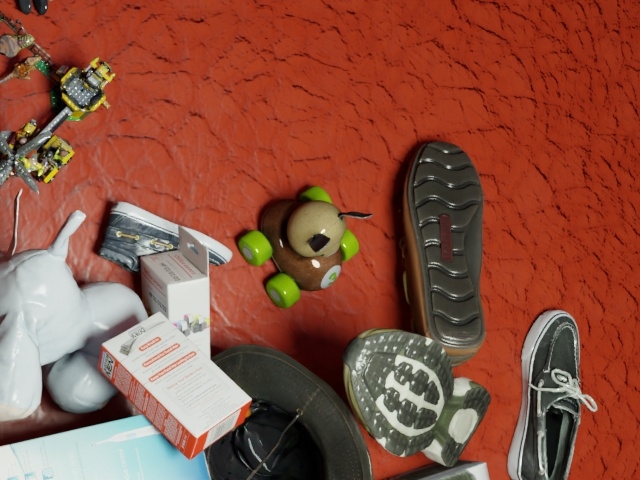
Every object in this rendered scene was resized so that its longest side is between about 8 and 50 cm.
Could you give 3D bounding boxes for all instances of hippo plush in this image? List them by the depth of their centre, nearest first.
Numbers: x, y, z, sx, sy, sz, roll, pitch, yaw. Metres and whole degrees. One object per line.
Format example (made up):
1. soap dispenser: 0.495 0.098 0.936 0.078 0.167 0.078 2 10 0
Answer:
1. hippo plush: -0.349 0.098 1.329 0.236 0.234 0.294 22 88 -55

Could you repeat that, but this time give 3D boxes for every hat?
1. hat: -0.064 0.307 1.431 0.134 0.331 0.331 17 71 -67

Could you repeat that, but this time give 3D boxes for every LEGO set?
1. LEGO set: -0.415 -0.226 1.310 0.255 0.192 0.331 -44 104 -25

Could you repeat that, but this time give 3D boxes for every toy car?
1. toy car: 0.000 0.000 1.502 0.155 0.188 0.149 -38 101 -26

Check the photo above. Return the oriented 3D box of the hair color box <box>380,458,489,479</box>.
1. hair color box: 0.184 0.536 1.572 0.185 0.114 0.374 -11 88 -28

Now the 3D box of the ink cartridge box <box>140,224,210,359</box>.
1. ink cartridge box: -0.195 0.082 1.397 0.062 0.104 0.181 -11 115 -28

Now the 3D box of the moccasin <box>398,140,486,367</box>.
1. moccasin: 0.190 0.019 1.633 0.139 0.147 0.380 0 65 -12

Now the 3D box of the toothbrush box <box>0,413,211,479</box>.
1. toothbrush box: -0.310 0.301 1.275 0.296 0.216 0.126 -8 77 -29

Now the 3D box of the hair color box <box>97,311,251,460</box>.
1. hair color box: -0.175 0.171 1.243 0.167 0.053 0.093 41 46 20

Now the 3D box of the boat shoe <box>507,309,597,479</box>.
1. boat shoe: 0.388 0.261 1.721 0.113 0.105 0.306 26 72 -23

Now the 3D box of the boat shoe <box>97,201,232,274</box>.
1. boat shoe: -0.219 0.018 1.460 0.183 0.065 0.083 23 77 -18

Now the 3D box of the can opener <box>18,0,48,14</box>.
1. can opener: -0.402 -0.400 1.419 0.059 0.073 0.186 -3 94 -36

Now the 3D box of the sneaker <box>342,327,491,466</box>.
1. sneaker: 0.092 0.210 1.463 0.158 0.182 0.410 -62 149 -11
